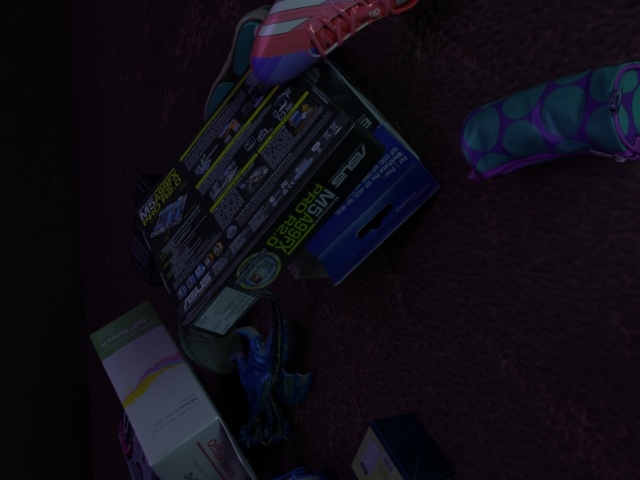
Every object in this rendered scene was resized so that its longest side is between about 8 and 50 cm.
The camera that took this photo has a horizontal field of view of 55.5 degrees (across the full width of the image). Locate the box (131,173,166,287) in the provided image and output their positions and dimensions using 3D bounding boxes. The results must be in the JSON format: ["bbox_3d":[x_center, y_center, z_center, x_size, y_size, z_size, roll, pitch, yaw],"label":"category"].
[{"bbox_3d":[-0.326,-0.025,1.286,0.153,0.108,0.206,35,120,54],"label":"box"}]

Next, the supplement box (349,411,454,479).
[{"bbox_3d":[0.083,0.245,0.645,0.083,0.056,0.083,53,134,45],"label":"supplement box"}]

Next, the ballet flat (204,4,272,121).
[{"bbox_3d":[-0.120,-0.269,0.972,0.248,0.086,0.086,-52,48,45],"label":"ballet flat"}]

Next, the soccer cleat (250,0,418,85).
[{"bbox_3d":[0.036,-0.236,0.591,0.248,0.083,0.095,-42,61,3],"label":"soccer cleat"}]

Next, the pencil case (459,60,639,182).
[{"bbox_3d":[0.179,-0.085,0.464,0.152,0.065,0.070,-3,72,60],"label":"pencil case"}]

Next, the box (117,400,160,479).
[{"bbox_3d":[-0.288,0.387,1.179,0.247,0.164,0.142,40,126,52],"label":"box"}]

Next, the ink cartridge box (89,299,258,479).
[{"bbox_3d":[-0.226,0.290,0.976,0.353,0.119,0.207,45,159,40],"label":"ink cartridge box"}]

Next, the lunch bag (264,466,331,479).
[{"bbox_3d":[-0.081,0.475,0.673,0.239,0.328,0.385,-58,46,46],"label":"lunch bag"}]

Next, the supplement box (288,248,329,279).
[{"bbox_3d":[0.000,0.000,0.775,0.036,0.062,0.098,53,134,44],"label":"supplement box"}]

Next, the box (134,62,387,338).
[{"bbox_3d":[-0.083,-0.062,0.676,0.270,0.060,0.216,-49,45,11],"label":"box"}]

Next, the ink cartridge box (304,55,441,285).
[{"bbox_3d":[-0.011,-0.119,0.728,0.165,0.065,0.332,-45,48,14],"label":"ink cartridge box"}]

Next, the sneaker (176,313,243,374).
[{"bbox_3d":[-0.189,0.115,1.028,0.111,0.103,0.252,-6,109,50],"label":"sneaker"}]

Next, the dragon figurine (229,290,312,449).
[{"bbox_3d":[-0.069,0.194,0.873,0.144,0.085,0.289,63,146,33],"label":"dragon figurine"}]
